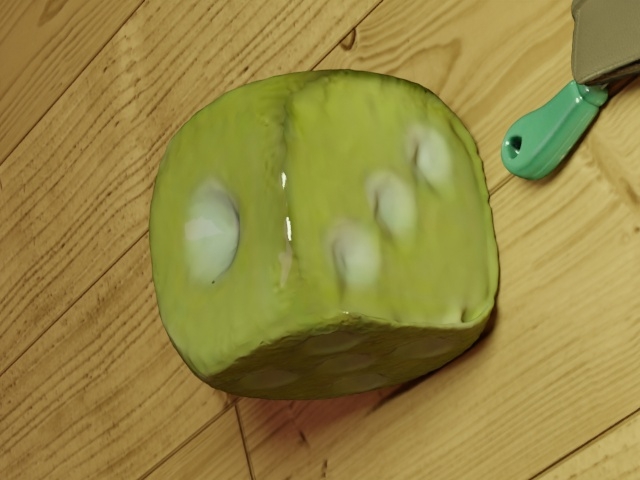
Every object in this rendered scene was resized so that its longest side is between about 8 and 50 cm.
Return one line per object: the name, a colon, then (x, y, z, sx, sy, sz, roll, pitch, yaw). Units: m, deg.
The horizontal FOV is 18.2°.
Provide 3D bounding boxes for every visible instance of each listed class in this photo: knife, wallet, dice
knife: (0.236, -0.148, 1.623, 0.260, 0.034, 0.063, -49, 37, 29)
wallet: (0.246, -0.201, 1.583, 0.118, 0.038, 0.153, -20, 56, 49)
dice: (0.000, 0.000, 1.741, 0.227, 0.233, 0.238, -31, 60, 49)
